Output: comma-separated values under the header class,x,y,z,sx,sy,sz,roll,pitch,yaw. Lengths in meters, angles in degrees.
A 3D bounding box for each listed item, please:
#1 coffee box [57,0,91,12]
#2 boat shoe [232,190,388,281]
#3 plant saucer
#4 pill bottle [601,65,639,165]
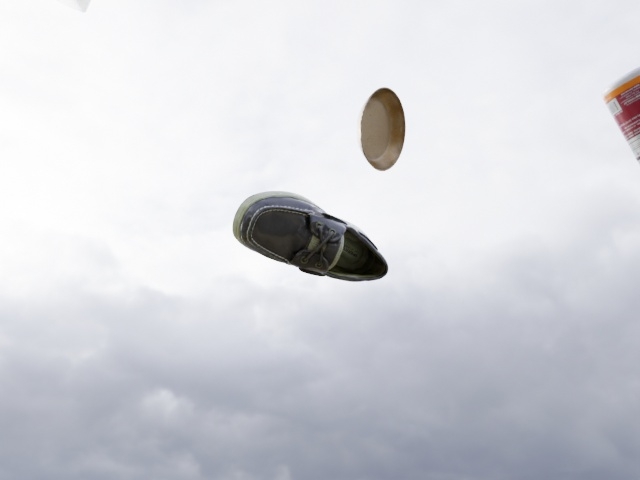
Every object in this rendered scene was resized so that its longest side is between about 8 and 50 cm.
class,x,y,z,sx,sy,sz,roll,pitch,yaw
coffee box,-0.119,-0.228,0.395,0.040,0.184,0.113,26,1,-16
boat shoe,0.000,0.001,0.799,0.224,0.080,0.073,19,7,-47
plant saucer,0.058,-0.111,0.693,0.015,0.083,0.083,7,-19,36
pill bottle,0.430,-0.145,0.874,0.086,0.152,0.086,-26,-7,-3
